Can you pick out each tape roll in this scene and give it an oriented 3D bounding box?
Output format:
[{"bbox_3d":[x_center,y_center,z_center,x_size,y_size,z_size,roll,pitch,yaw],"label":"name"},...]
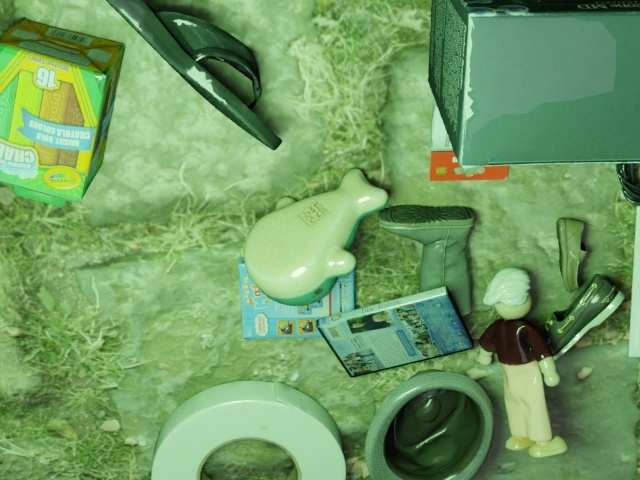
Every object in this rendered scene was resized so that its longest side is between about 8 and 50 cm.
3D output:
[{"bbox_3d":[-0.143,0.455,1.910,0.392,0.072,0.392,-2,116,-4],"label":"tape roll"}]

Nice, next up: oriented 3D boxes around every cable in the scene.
[{"bbox_3d":[0.609,-0.125,1.661,0.184,0.047,0.151,6,115,-3],"label":"cable"}]

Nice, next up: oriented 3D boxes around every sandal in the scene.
[{"bbox_3d":[-0.202,-0.316,1.506,0.107,0.167,0.446,-46,109,0],"label":"sandal"}]

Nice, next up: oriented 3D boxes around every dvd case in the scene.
[{"bbox_3d":[0.140,0.174,1.767,0.253,0.022,0.180,-16,136,15],"label":"dvd case"}]

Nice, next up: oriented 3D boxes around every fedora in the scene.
[{"bbox_3d":[0.205,0.360,1.849,0.243,0.124,0.275,17,106,-11],"label":"fedora"}]

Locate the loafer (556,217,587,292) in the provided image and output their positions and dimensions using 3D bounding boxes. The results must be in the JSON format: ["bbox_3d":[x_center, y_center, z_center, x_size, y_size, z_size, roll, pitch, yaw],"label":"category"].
[{"bbox_3d":[0.459,0.028,1.729,0.050,0.056,0.148,-7,116,10],"label":"loafer"}]

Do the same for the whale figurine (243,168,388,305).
[{"bbox_3d":[0.000,0.000,1.655,0.272,0.216,0.141,-42,141,-8],"label":"whale figurine"}]

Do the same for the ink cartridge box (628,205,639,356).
[{"bbox_3d":[0.650,0.070,1.613,0.239,0.060,0.275,2,103,13],"label":"ink cartridge box"}]

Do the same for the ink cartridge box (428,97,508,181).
[{"bbox_3d":[0.259,-0.165,1.622,0.145,0.045,0.179,-1,127,0],"label":"ink cartridge box"}]

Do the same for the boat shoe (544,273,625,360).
[{"bbox_3d":[0.463,0.154,1.782,0.068,0.081,0.228,44,116,5],"label":"boat shoe"}]

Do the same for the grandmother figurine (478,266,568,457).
[{"bbox_3d":[0.367,0.217,1.763,0.104,0.208,0.342,-17,102,-39],"label":"grandmother figurine"}]

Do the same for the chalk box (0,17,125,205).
[{"bbox_3d":[-0.443,-0.184,1.550,0.180,0.179,0.289,14,115,-7],"label":"chalk box"}]

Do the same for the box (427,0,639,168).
[{"bbox_3d":[0.325,-0.274,1.394,0.293,0.395,0.212,-1,116,-1],"label":"box"}]

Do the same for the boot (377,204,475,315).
[{"bbox_3d":[0.191,0.042,1.733,0.189,0.076,0.208,3,123,0],"label":"boot"}]

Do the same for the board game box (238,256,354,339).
[{"bbox_3d":[-0.043,0.106,1.771,0.211,0.039,0.160,-2,116,-1],"label":"board game box"}]
